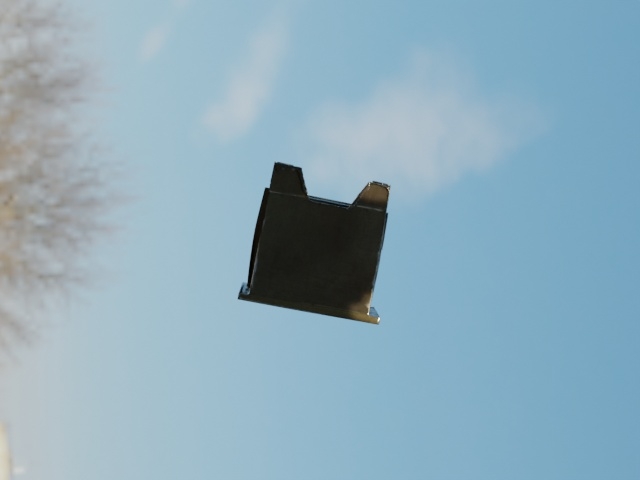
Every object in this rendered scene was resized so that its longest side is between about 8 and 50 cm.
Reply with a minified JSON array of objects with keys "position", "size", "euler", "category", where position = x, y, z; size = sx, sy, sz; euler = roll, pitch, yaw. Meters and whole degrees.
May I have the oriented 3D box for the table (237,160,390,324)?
[{"position":[0.000,0.000,0.957],"size":[0.070,0.083,0.082],"euler":[-101,-158,-87],"category":"table"}]
